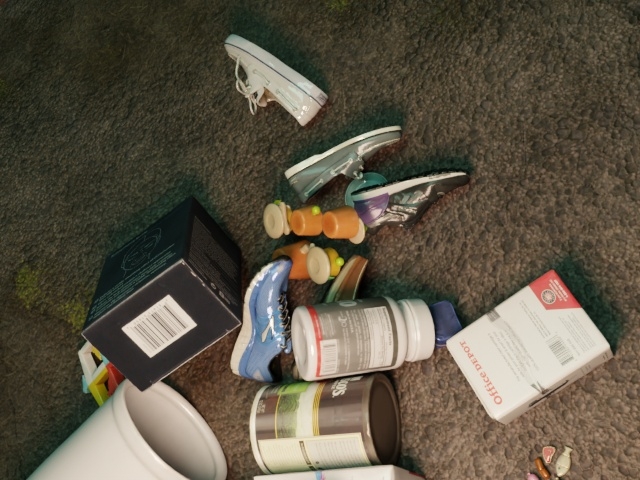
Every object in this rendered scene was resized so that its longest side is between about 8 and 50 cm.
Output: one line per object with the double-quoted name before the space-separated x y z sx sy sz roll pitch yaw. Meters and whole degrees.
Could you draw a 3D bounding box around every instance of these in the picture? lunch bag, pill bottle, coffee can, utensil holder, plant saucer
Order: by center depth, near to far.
"pill bottle" 0.091 0.206 1.741 0.283 0.161 0.161 -5 63 -16
"coffee can" 0.013 0.403 1.744 0.275 0.201 0.202 -10 67 22
"lunch bag" 0.267 0.185 1.784 0.067 0.065 0.099 -16 63 -6
"utensil holder" -0.463 0.558 1.847 0.385 0.327 0.328 -44 59 7
"plant saucer" 0.120 -0.110 1.993 0.119 0.021 0.120 -9 68 22

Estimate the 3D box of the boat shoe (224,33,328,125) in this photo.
"boat shoe" -0.155 -0.420 2.190 0.367 0.136 0.156 38 93 22

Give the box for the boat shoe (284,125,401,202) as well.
"boat shoe" 0.068 -0.192 2.014 0.319 0.116 0.099 -23 87 15

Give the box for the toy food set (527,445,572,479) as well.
"toy food set" 0.457 0.468 1.614 0.077 0.019 0.122 9 75 28

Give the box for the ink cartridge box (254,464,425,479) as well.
"ink cartridge box" 0.046 0.547 1.661 0.306 0.226 0.131 -12 66 22

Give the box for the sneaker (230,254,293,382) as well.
"sneaker" -0.104 0.189 1.897 0.147 0.129 0.330 20 112 17

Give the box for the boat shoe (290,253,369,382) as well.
"boat shoe" 0.044 0.193 1.873 0.119 0.122 0.324 25 83 -1

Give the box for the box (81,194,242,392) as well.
"box" -0.364 0.114 1.922 0.293 0.212 0.395 -35 23 10

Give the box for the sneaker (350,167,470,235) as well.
"sneaker" 0.223 -0.091 1.911 0.283 0.107 0.124 -14 98 9

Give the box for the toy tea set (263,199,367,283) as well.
"toy tea set" 0.000 0.000 1.886 0.336 0.124 0.200 3 100 54

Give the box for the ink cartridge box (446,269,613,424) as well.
"ink cartridge box" 0.430 0.225 1.663 0.272 0.114 0.197 -35 61 9

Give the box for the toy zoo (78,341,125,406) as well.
"toy zoo" -0.540 0.317 2.080 0.293 0.030 0.192 -47 64 33
